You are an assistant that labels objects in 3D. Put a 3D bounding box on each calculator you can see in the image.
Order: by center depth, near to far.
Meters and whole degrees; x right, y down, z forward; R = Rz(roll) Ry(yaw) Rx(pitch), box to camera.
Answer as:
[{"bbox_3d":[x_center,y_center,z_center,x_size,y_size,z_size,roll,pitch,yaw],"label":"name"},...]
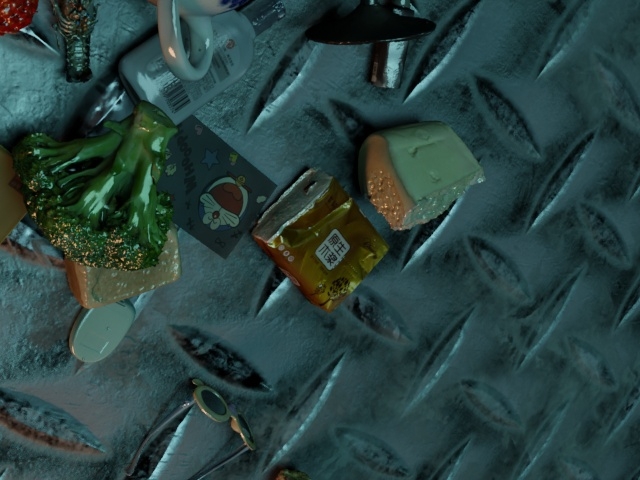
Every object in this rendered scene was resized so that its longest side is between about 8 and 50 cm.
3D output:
[{"bbox_3d":[-0.365,0.137,1.600,0.095,0.021,0.153,35,88,-40],"label":"calculator"}]

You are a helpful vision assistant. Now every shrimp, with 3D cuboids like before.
[{"bbox_3d":[-0.367,-0.321,1.392,0.082,0.076,0.174,-5,121,-21],"label":"shrimp"}]

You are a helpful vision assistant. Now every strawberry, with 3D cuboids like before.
[{"bbox_3d":[-0.473,-0.324,1.305,0.188,0.082,0.121,-33,127,-25],"label":"strawberry"}]

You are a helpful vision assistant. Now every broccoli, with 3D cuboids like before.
[{"bbox_3d":[-0.314,-0.094,1.394,0.269,0.254,0.269,-3,123,-5],"label":"broccoli"}]

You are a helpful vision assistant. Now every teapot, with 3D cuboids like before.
[{"bbox_3d":[-0.169,-0.442,1.389,0.280,0.252,0.424,31,65,-73],"label":"teapot"}]

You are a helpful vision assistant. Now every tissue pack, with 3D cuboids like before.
[{"bbox_3d":[0.000,0.000,1.764,0.183,0.092,0.226,-48,130,-11],"label":"tissue pack"}]

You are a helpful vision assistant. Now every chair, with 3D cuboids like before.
[{"bbox_3d":[0.073,-0.533,1.519,0.226,0.226,0.401,-18,118,-29],"label":"chair"}]

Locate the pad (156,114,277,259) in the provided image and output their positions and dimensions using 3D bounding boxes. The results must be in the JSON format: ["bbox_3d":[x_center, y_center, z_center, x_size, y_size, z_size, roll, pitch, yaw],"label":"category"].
[{"bbox_3d":[-0.199,-0.091,1.640,0.245,0.006,0.170,40,84,-39],"label":"pad"}]

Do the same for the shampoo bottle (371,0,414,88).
[{"bbox_3d":[0.133,-0.385,1.728,0.063,0.057,0.208,1,106,-29],"label":"shampoo bottle"}]

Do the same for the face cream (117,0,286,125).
[{"bbox_3d":[-0.181,-0.307,1.524,0.291,0.071,0.144,-40,124,-16],"label":"face cream"}]

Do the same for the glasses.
[{"bbox_3d":[-0.230,0.393,1.754,0.220,0.088,0.190,-49,129,-9],"label":"glasses"}]

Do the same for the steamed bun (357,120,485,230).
[{"bbox_3d":[0.186,-0.119,1.798,0.225,0.200,0.170,-16,156,-32],"label":"steamed bun"}]

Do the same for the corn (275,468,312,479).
[{"bbox_3d":[-0.089,0.589,1.938,0.086,0.086,0.253,12,103,-38],"label":"corn"}]

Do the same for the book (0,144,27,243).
[{"bbox_3d":[-0.612,-0.012,1.358,0.389,0.032,0.269,-52,130,-6],"label":"book"}]

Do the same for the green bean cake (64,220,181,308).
[{"bbox_3d":[-0.322,0.030,1.548,0.179,0.085,0.109,-19,120,-27],"label":"green bean cake"}]
